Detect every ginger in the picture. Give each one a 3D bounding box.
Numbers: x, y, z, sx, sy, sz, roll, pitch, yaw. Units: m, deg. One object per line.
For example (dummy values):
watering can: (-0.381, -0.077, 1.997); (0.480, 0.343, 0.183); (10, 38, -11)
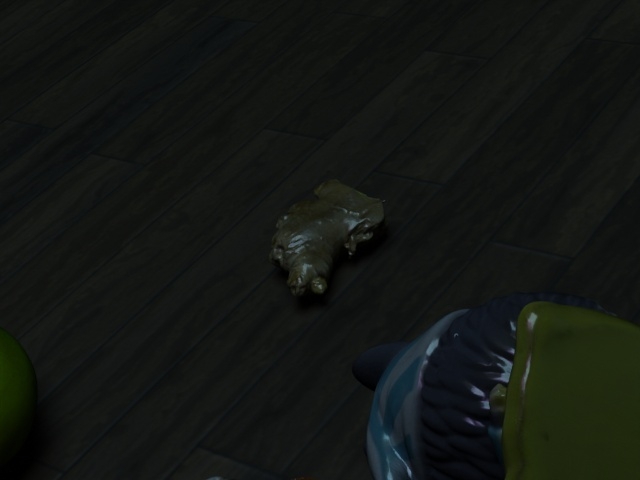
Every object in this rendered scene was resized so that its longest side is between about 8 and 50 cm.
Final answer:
ginger: (-0.003, -0.002, 1.814); (0.137, 0.074, 0.213); (14, 48, 34)

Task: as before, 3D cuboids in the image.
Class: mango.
mango: (-0.445, 0.167, 1.645); (0.192, 0.156, 0.343); (-22, 32, -16)

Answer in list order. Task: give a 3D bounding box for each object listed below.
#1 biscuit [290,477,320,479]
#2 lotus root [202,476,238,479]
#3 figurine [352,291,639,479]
biscuit: (-0.013, 0.284, 1.448); (0.091, 0.015, 0.078); (17, 46, 38)
lotus root: (-0.200, 0.349, 1.374); (0.329, 0.078, 0.167); (-25, 12, -13)
figurine: (0.164, 0.239, 1.348); (0.377, 0.266, 0.361); (-18, 44, 59)
